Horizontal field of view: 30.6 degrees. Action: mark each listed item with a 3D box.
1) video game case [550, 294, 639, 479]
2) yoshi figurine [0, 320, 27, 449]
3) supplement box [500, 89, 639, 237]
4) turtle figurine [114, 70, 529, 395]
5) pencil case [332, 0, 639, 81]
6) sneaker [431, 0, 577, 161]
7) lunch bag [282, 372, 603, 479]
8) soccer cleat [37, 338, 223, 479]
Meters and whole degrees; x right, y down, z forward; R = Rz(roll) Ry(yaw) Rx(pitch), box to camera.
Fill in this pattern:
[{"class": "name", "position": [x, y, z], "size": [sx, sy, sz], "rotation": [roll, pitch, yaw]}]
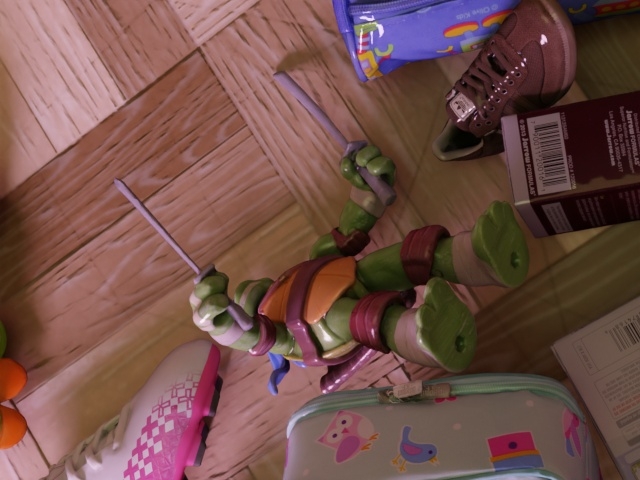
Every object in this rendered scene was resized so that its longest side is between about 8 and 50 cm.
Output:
[{"class": "video game case", "position": [0.343, 0.119, 0.840], "size": [0.269, 0.061, 0.244], "rotation": [-31, 61, 12]}, {"class": "yoshi figurine", "position": [-0.410, 0.208, 1.020], "size": [0.203, 0.203, 0.362], "rotation": [1, 63, 48]}, {"class": "supplement box", "position": [0.264, -0.065, 0.867], "size": [0.239, 0.130, 0.073], "rotation": [-9, 77, 15]}, {"class": "turtle figurine", "position": [0.000, 0.000, 0.884], "size": [0.266, 0.197, 0.275], "rotation": [0, 97, 43]}, {"class": "pencil case", "position": [0.154, -0.212, 0.903], "size": [0.306, 0.133, 0.120], "rotation": [-12, 95, 16]}, {"class": "sneaker", "position": [0.134, -0.110, 0.876], "size": [0.071, 0.188, 0.066], "rotation": [-28, 71, -17]}, {"class": "lunch bag", "position": [0.094, 0.208, 0.853], "size": [0.224, 0.279, 0.108], "rotation": [-7, 44, 19]}, {"class": "soccer cleat", "position": [-0.194, 0.223, 0.994], "size": [0.143, 0.116, 0.331], "rotation": [23, 98, -4]}]
